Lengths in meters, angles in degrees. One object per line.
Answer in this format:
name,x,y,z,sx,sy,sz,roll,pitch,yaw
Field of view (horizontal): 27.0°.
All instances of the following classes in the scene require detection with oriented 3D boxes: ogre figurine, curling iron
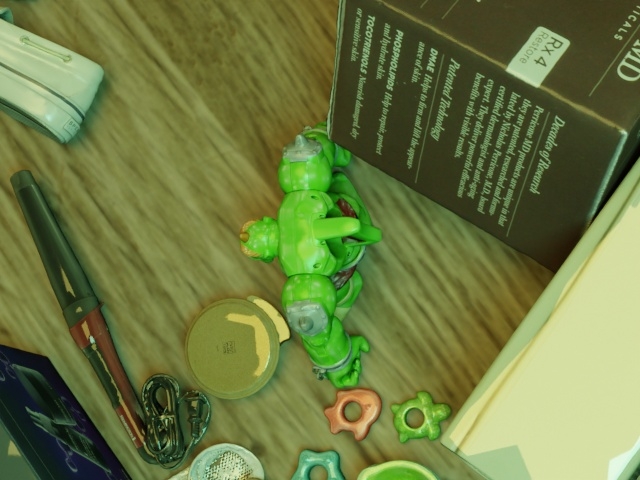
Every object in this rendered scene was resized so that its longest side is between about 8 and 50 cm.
ogre figurine,0.000,0.000,0.973,0.096,0.118,0.197,15,83,17
curling iron,-0.171,0.058,1.050,0.068,0.035,0.274,-35,74,2

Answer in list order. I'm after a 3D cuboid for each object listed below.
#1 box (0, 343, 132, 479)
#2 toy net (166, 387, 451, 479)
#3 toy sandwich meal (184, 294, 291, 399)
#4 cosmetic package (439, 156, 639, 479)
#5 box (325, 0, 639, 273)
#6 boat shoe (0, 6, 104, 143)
box,-0.198,0.201,0.953,0.103,0.184,0.261,-40,73,5
toy net,-0.019,0.172,0.984,0.232,0.045,0.122,-4,79,14
toy sandwich meal,-0.064,0.081,1.023,0.085,0.029,0.086,-2,84,16
cosmetic package,0.221,0.044,0.887,0.113,0.160,0.309,34,89,18
box,0.135,-0.122,0.904,0.203,0.167,0.168,30,60,15
boat shoe,-0.281,-0.162,1.105,0.226,0.083,0.076,31,77,6
